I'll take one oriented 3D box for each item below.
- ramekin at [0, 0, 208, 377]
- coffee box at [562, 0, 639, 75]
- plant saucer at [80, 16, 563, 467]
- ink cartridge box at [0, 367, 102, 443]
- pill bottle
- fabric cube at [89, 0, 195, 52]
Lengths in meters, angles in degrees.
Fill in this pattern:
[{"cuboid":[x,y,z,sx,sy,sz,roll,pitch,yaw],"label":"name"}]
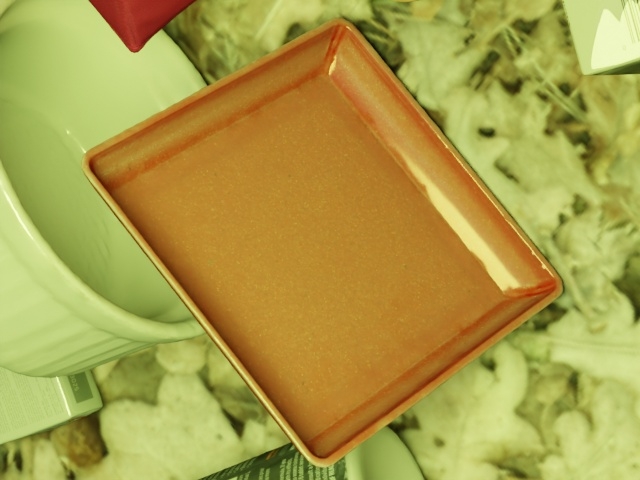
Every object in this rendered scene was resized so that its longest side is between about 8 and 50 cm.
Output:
[{"cuboid":[-0.184,-0.037,1.337,0.135,0.277,0.277,-26,85,31],"label":"ramekin"},{"cuboid":[0.201,-0.262,1.199,0.119,0.168,0.297,-15,88,24],"label":"coffee box"},{"cuboid":[0.000,0.000,1.290,0.259,0.258,0.048,52,144,8],"label":"plant saucer"},{"cuboid":[-0.265,0.092,1.515,0.179,0.045,0.145,-22,87,42],"label":"ink cartridge box"},{"cuboid":[-0.048,0.227,1.376,0.245,0.130,0.130,-23,86,24],"label":"pill bottle"},{"cuboid":[-0.119,-0.328,1.228,0.259,0.258,0.254,-40,77,-10],"label":"fabric cube"}]
